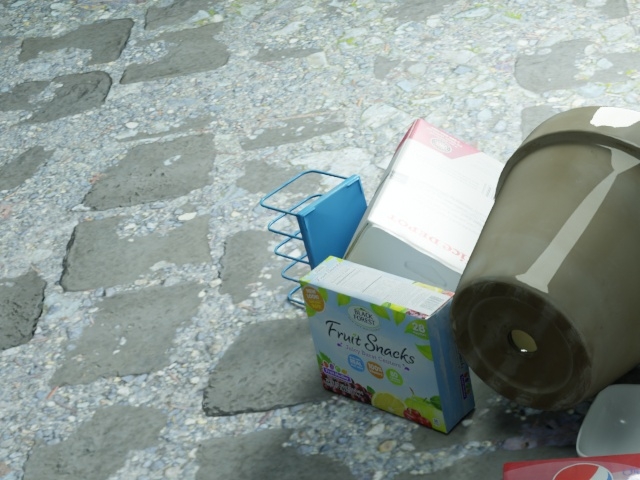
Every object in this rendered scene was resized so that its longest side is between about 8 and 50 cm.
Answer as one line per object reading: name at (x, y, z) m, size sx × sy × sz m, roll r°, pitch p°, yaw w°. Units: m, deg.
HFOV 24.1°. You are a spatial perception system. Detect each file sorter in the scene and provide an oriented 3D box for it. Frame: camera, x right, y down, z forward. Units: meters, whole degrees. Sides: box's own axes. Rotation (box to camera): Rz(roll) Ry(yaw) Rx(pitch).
file sorter at (0.000, 0.000, 2.115) m, size 0.118 × 0.170 × 0.104 m, roll -35°, pitch 33°, yaw -32°

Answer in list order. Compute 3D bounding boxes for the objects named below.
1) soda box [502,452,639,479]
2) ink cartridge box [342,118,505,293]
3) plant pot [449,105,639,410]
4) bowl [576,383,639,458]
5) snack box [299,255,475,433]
soda box at (0.329, 0.286, 1.597) m, size 0.263 × 0.083 × 0.092 m, roll -7°, pitch 31°, yaw 12°
ink cartridge box at (0.163, -0.015, 2.036) m, size 0.207 × 0.117 × 0.283 m, roll 30°, pitch 38°, yaw -1°
plant pot at (0.305, 0.045, 1.776) m, size 0.323 × 0.323 × 0.280 m, roll 11°, pitch 40°, yaw 35°
bowl at (0.371, 0.228, 1.706) m, size 0.142 × 0.053 × 0.142 m, roll 5°, pitch 35°, yaw 26°
snack box at (0.083, 0.127, 1.864) m, size 0.207 × 0.174 × 0.070 m, roll 16°, pitch 40°, yaw 38°
